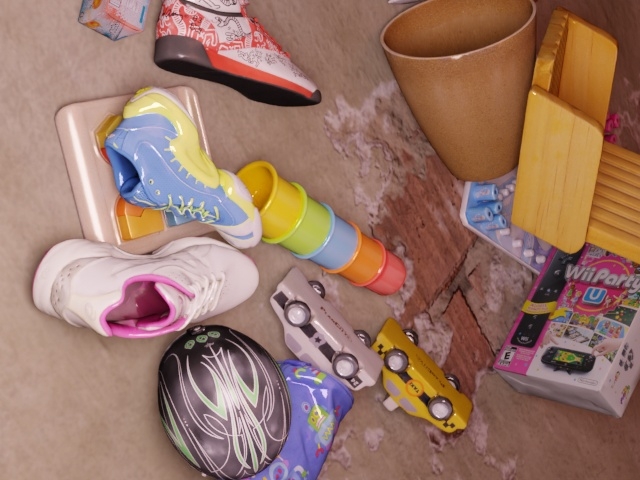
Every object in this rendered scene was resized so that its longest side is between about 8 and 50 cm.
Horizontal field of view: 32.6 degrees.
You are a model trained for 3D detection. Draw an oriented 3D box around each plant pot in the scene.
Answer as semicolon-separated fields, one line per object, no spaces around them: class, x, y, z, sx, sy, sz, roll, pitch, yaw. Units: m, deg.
plant pot;0.238;-0.229;1.712;0.237;0.237;0.254;-48;133;-38

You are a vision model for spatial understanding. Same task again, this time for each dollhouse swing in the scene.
dollhouse swing;0.481;-0.158;1.717;0.347;0.304;0.315;-59;156;-54

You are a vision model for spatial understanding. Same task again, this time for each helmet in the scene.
helmet;-0.111;0.194;1.289;0.169;0.161;0.169;-13;123;-21

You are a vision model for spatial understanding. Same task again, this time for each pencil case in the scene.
pencil case;-0.069;0.289;1.381;0.306;0.119;0.133;-60;139;-33

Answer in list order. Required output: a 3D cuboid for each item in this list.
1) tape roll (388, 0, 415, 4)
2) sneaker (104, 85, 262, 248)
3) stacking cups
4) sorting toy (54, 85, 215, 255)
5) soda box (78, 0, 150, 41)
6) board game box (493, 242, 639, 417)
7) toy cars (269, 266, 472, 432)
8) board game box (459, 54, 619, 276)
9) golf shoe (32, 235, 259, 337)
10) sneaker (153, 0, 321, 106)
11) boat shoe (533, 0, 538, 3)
tape roll;0.144;-0.520;1.719;0.286;0.100;0.286;8;80;-46
sneaker;-0.173;-0.059;1.303;0.126;0.091;0.240;-48;115;-28
stacking cups;0.000;0.000;1.526;0.316;0.096;0.096;34;62;-44
sorting toy;-0.210;-0.085;1.339;0.208;0.038;0.193;-19;99;-46
soda box;-0.235;-0.337;1.325;0.058;0.063;0.183;25;68;-42
board game box;0.455;0.125;1.834;0.097;0.224;0.303;46;66;-35
toy cars;0.063;0.173;1.553;0.393;0.087;0.176;30;27;-39
board game box;0.414;-0.138;1.990;0.390;0.050;0.390;30;64;-40
golf shoe;-0.176;0.066;1.271;0.306;0.140;0.115;-3;113;-45
sneaker;-0.095;-0.271;1.444;0.270;0.090;0.145;13;79;-42
boat shoe;0.324;-0.420;1.915;0.207;0.073;0.073;-41;115;-40
